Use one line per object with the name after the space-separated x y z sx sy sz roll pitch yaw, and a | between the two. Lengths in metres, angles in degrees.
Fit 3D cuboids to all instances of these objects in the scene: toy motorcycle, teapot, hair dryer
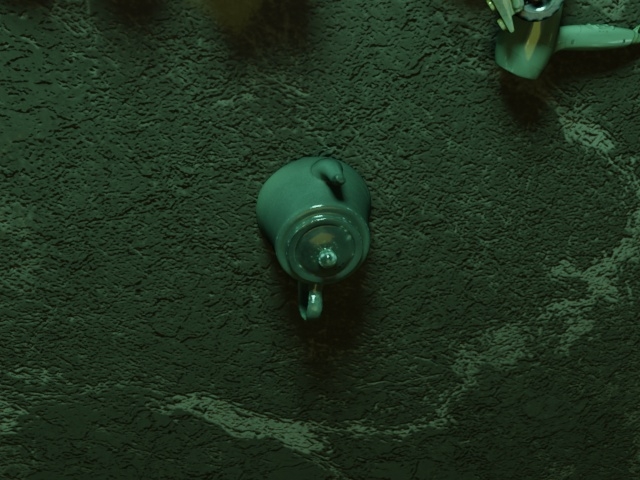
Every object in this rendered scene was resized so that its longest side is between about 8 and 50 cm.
0.189 -0.349 1.163 0.129 0.094 0.229 -30 99 9 | toy motorcycle
0.000 0.000 1.327 0.162 0.149 0.239 5 120 -14 | teapot
0.350 -0.299 1.259 0.237 0.075 0.206 6 115 -22 | hair dryer
